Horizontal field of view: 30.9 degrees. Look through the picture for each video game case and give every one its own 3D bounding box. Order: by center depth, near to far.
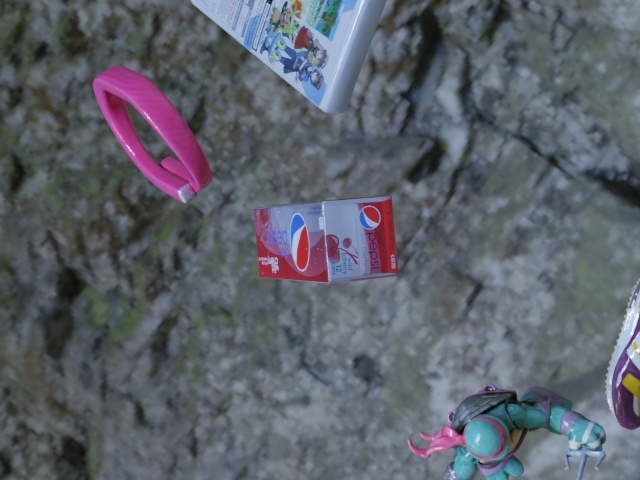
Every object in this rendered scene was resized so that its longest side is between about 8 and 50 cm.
[{"bbox_3d":[-0.013,-0.349,1.246,0.036,0.300,0.329,-1,-58,-40],"label":"video game case"}]

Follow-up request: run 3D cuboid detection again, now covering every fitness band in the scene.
[{"bbox_3d":[-0.263,-0.166,1.784,0.054,0.209,0.291,-37,30,-16],"label":"fitness band"}]

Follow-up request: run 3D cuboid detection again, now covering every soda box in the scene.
[{"bbox_3d":[0.000,0.000,1.338,0.083,0.092,0.263,-6,2,-19],"label":"soda box"}]

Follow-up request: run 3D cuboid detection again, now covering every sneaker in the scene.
[{"bbox_3d":[0.383,0.130,1.311,0.069,0.084,0.185,8,-86,-38],"label":"sneaker"}]

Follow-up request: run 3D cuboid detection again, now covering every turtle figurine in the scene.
[{"bbox_3d":[0.172,0.190,1.068,0.175,0.118,0.234,-28,-9,14],"label":"turtle figurine"}]
